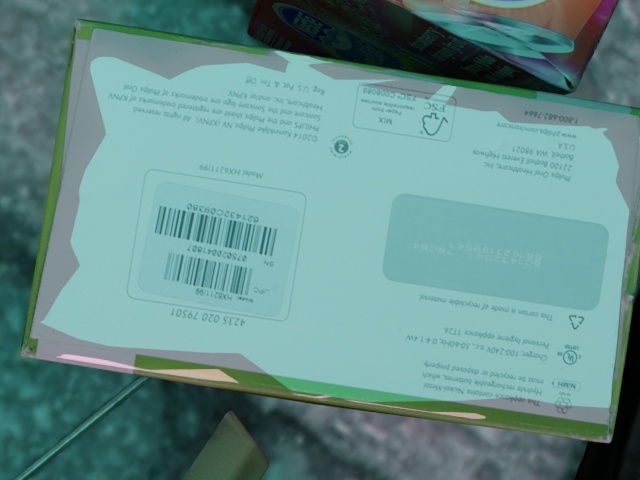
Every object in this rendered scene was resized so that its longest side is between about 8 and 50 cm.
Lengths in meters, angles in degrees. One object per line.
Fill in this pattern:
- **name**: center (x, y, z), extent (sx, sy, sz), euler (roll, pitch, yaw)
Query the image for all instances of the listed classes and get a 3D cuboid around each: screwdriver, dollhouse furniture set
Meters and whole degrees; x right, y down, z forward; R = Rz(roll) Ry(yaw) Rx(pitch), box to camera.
- **screwdriver**: center (-0.147, 0.113, 0.892), extent (0.170, 0.024, 0.025), euler (-43, 120, -5)
- **dollhouse furniture set**: center (-0.075, 0.140, 0.903), extent (0.081, 0.091, 0.114), euler (15, 59, 36)

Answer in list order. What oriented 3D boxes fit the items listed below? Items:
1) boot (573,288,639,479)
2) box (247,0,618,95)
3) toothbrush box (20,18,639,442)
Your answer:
- **boot**: center (0.253, 0.161, 0.866), extent (0.284, 0.138, 0.377), euler (19, 82, -3)
- **box**: center (0.053, -0.131, 0.791), extent (0.122, 0.257, 0.128), euler (25, 88, -4)
- **toothbrush box**: center (0.000, 0.000, 0.772), extent (0.206, 0.283, 0.122), euler (9, 90, -4)
